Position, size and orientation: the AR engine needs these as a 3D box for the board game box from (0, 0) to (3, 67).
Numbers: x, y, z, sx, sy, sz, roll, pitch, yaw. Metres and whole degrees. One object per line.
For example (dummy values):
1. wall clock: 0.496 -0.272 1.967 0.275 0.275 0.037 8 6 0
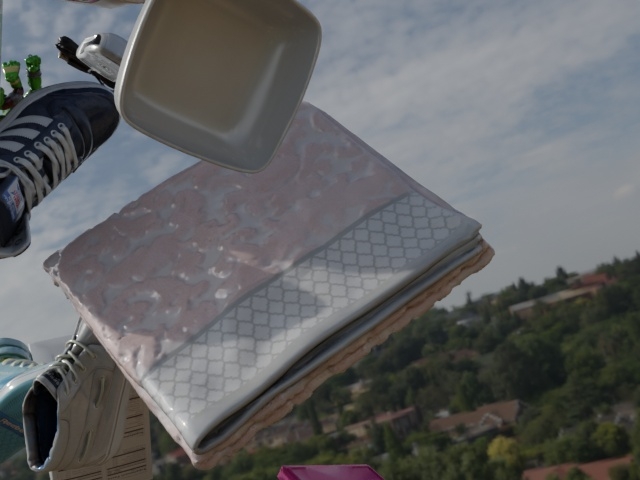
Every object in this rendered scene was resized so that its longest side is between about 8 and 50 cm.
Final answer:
1. board game box: -0.409 -0.238 0.846 0.213 0.046 0.317 -66 -4 -53

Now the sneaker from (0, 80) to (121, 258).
1. sneaker: -0.298 -0.073 0.826 0.282 0.099 0.153 -35 38 -31

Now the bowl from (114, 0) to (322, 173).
1. bowl: -0.082 -0.136 0.618 0.142 0.142 0.053 20 6 -35

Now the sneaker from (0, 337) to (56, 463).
1. sneaker: -0.447 0.204 1.225 0.319 0.208 0.127 -26 -51 10

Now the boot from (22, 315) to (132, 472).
1. boot: -0.304 0.166 1.023 0.095 0.258 0.123 5 -1 29

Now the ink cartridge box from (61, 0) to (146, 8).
1. ink cartridge box: -0.403 -0.467 1.254 0.069 0.175 0.371 -3 4 41

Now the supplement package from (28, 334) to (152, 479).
1. supplement package: -0.461 0.346 1.623 0.198 0.262 0.199 -10 34 -22

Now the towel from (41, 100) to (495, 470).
1. towel: -0.061 0.011 0.761 0.332 0.317 0.053 -34 -43 -18

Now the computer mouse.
1. computer mouse: -0.275 -0.237 1.041 0.106 0.042 0.193 35 -11 -30

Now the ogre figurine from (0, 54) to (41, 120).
1. ogre figurine: -0.672 -0.303 1.746 0.097 0.197 0.118 12 -33 14

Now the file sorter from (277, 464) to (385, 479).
1. file sorter: 0.062 0.474 1.122 0.202 0.182 0.291 17 12 -47
